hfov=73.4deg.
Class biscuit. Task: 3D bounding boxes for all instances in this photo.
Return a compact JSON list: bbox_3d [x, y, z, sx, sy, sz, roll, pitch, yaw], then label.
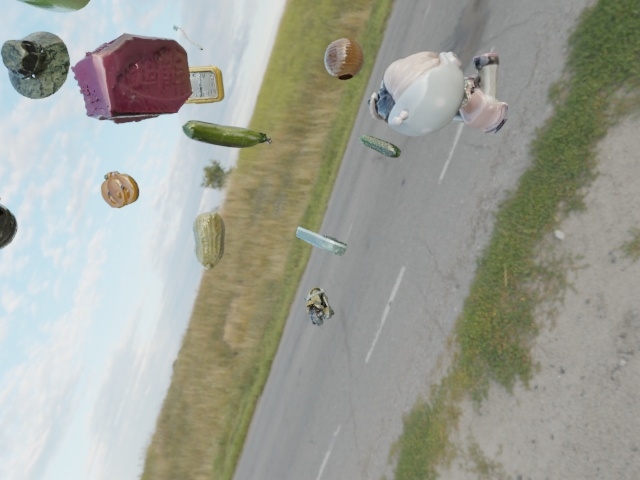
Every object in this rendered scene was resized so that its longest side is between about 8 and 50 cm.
[{"bbox_3d":[-0.878,-0.223,1.861,0.050,0.170,0.170,-70,1,-75],"label":"biscuit"}]

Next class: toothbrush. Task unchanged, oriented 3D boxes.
[{"bbox_3d":[-0.460,-0.705,1.486,0.204,0.017,0.022,44,115,29],"label":"toothbrush"}]

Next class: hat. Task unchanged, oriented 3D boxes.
[{"bbox_3d":[-1.070,-0.658,1.562,0.128,0.265,0.266,-10,-61,-80],"label":"hat"}]

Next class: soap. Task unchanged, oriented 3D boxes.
[{"bbox_3d":[-0.488,-0.436,1.168,0.325,0.127,0.220,-33,-59,-58],"label":"soap"}]

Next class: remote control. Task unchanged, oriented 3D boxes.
[{"bbox_3d":[0.000,0.000,1.475,0.247,0.104,0.052,23,92,56],"label":"remote control"}]

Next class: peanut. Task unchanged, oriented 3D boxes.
[{"bbox_3d":[-0.518,-0.001,1.991,0.152,0.152,0.313,-87,3,-55],"label":"peanut"}]

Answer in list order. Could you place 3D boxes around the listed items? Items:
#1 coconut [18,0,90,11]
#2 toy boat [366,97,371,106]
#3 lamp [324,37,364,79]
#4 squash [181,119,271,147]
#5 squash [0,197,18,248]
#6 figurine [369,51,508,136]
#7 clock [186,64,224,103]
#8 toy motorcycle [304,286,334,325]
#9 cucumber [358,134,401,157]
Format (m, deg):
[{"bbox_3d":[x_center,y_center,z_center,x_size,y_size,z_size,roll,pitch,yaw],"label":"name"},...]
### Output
[{"bbox_3d":[-0.890,-0.893,1.384,0.328,0.281,0.328,-40,7,6],"label":"coconut"},{"bbox_3d":[0.190,-0.416,1.316,0.034,0.122,0.096,-126,29,-53],"label":"toy boat"},{"bbox_3d":[0.080,-0.618,1.463,0.136,0.136,0.136,-162,90,-80],"label":"lamp"},{"bbox_3d":[-0.349,-0.395,1.618,0.087,0.331,0.087,-177,90,-75],"label":"squash"},{"bbox_3d":[-0.876,-0.053,1.099,0.156,0.193,0.193,-62,2,-38],"label":"squash"},{"bbox_3d":[0.341,-0.414,1.219,0.253,0.361,0.211,108,152,-44],"label":"figurine"},{"bbox_3d":[-0.496,-0.625,1.730,0.096,0.202,0.143,-111,16,-72],"label":"clock"},{"bbox_3d":[-0.012,0.234,1.545,0.229,0.094,0.130,10,-122,-78],"label":"toy motorcycle"},{"bbox_3d":[0.278,-0.452,2.047,0.069,0.227,0.069,-52,-20,-29],"label":"cucumber"}]
